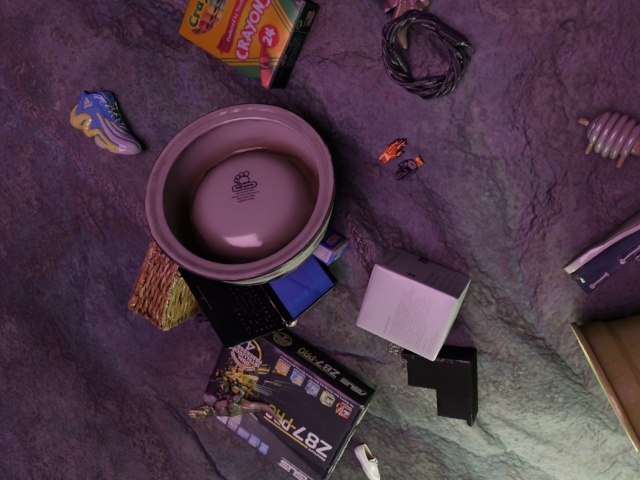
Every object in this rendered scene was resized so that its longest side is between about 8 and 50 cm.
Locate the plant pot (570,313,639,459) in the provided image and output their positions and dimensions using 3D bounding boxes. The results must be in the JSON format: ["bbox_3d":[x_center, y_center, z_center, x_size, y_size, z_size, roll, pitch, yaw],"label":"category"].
[{"bbox_3d":[0.628,0.224,1.030,0.253,0.276,0.276,-27,91,16],"label":"plant pot"}]

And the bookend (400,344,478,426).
[{"bbox_3d":[0.269,0.319,1.308,0.156,0.072,0.158,1,104,26],"label":"bookend"}]

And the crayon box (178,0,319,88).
[{"bbox_3d":[-0.184,-0.503,1.304,0.318,0.081,0.202,34,115,14],"label":"crayon box"}]

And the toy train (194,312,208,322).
[{"bbox_3d":[-0.268,0.196,1.550,0.158,0.036,0.027,-11,97,26],"label":"toy train"}]

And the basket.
[{"bbox_3d":[-0.396,0.046,1.470,0.223,0.213,0.299,33,114,13],"label":"basket"}]

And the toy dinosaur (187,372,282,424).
[{"bbox_3d":[-0.221,0.400,1.467,0.268,0.064,0.118,-6,107,27],"label":"toy dinosaur"}]

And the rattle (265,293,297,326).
[{"bbox_3d":[-0.139,0.125,1.400,0.199,0.130,0.143,17,124,-2],"label":"rattle"}]

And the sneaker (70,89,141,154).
[{"bbox_3d":[-0.557,-0.317,1.522,0.240,0.091,0.126,28,113,17],"label":"sneaker"}]

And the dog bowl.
[{"bbox_3d":[-0.158,-0.085,1.266,0.407,0.150,0.409,-3,68,8],"label":"dog bowl"}]

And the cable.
[{"bbox_3d":[0.200,-0.371,1.167,0.184,0.047,0.151,29,127,-3],"label":"cable"}]

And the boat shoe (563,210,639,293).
[{"bbox_3d":[0.574,0.008,1.072,0.254,0.095,0.079,-42,82,29],"label":"boat shoe"}]

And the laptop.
[{"bbox_3d":[-0.142,0.082,1.322,0.234,0.264,0.137,53,134,25],"label":"laptop"}]

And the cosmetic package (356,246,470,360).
[{"bbox_3d":[0.199,0.129,1.247,0.183,0.151,0.152,23,112,17],"label":"cosmetic package"}]

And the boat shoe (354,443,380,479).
[{"bbox_3d":[0.125,0.556,1.460,0.035,0.035,0.100,-34,81,31],"label":"boat shoe"}]

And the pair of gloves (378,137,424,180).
[{"bbox_3d":[0.174,-0.175,1.260,0.074,0.010,0.083,-40,87,26],"label":"pair of gloves"}]

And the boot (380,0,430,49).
[{"bbox_3d":[0.179,-0.457,1.171,0.086,0.042,0.119,-26,103,17],"label":"boot"}]

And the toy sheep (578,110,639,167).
[{"bbox_3d":[0.526,-0.188,1.051,0.132,0.091,0.091,29,114,22],"label":"toy sheep"}]

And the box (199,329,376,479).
[{"bbox_3d":[-0.096,0.404,1.489,0.394,0.097,0.319,32,118,16],"label":"box"}]

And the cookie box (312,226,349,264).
[{"bbox_3d":[0.000,0.000,1.342,0.107,0.092,0.040,33,119,14],"label":"cookie box"}]
